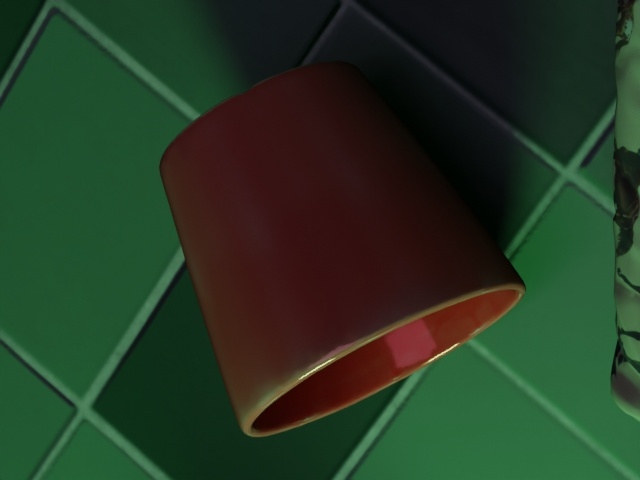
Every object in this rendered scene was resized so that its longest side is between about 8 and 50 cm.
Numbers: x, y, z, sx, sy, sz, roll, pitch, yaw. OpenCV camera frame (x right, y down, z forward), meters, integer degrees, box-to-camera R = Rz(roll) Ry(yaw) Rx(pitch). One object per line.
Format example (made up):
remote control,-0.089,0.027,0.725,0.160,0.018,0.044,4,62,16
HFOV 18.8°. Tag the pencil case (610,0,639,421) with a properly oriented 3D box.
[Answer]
pencil case,0.321,-0.045,1.512,0.183,0.160,0.410,9,104,38

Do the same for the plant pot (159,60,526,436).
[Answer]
plant pot,0.000,0.000,1.630,0.275,0.275,0.243,-35,75,27
